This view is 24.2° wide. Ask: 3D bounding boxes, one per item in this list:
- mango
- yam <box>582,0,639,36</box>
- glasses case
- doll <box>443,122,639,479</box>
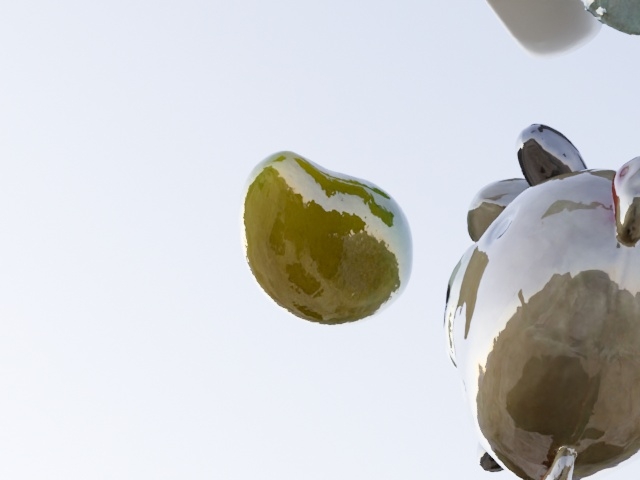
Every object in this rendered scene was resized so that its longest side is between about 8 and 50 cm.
[{"bbox_3d":[0.000,0.004,1.166,0.191,0.122,0.085,18,7,-44],"label":"mango"},{"bbox_3d":[0.357,-0.358,1.258,0.241,0.241,0.348,15,-56,0],"label":"yam"},{"bbox_3d":[0.211,-0.250,1.473,0.092,0.059,0.233,-26,-32,19],"label":"glasses case"},{"bbox_3d":[0.166,0.053,0.969,0.174,0.235,0.330,17,6,5],"label":"doll"}]
